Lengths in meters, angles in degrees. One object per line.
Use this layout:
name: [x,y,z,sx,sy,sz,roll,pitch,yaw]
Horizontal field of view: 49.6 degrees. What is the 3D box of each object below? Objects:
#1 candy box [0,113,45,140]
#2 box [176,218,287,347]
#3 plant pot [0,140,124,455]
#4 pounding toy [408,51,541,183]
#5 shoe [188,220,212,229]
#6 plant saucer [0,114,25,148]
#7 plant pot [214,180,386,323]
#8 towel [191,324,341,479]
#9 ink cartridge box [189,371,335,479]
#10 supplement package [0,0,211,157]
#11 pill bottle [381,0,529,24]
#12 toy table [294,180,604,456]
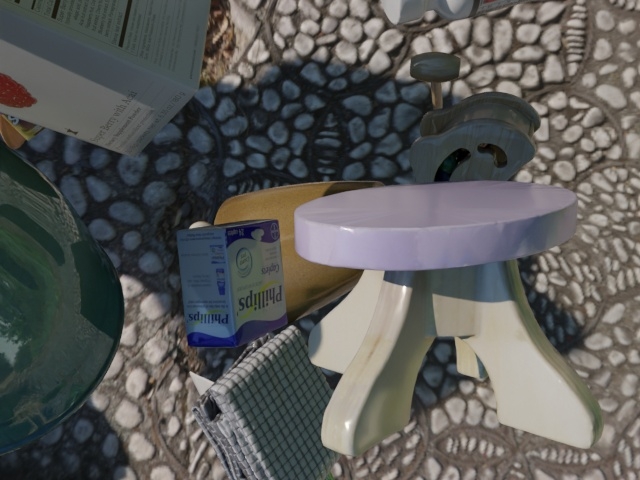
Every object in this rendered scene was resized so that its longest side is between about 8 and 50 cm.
candy box: [-0.646,-0.316,1.473,0.109,0.053,0.187,-37,135,-2]
box: [-0.102,0.048,0.832,0.072,0.126,0.137,-2,95,26]
plant pot: [-0.327,0.019,0.589,0.271,0.255,0.272,2,58,-3]
pounding toy: [0.209,-0.126,0.907,0.154,0.155,0.270,3,132,23]
shoe: [-0.191,0.054,1.341,0.076,0.058,0.219,-32,81,-1]
plant saucer: [-0.717,-0.314,1.613,0.037,0.200,0.200,-9,98,-8]
plant pot: [0.000,0.000,1.124,0.254,0.237,0.237,-19,100,26]
towel: [-0.089,0.334,1.274,0.235,0.121,0.284,-40,106,-45]
ink cartridge box: [-0.123,0.407,1.492,0.119,0.207,0.354,-37,117,-30]
supplement package: [-0.281,-0.234,0.696,0.292,0.177,0.176,18,63,-30]
pill bottle: [0.276,-0.485,1.140,0.362,0.210,0.210,-16,99,-2]
toy table: [0.095,0.046,0.536,0.274,0.252,0.161,-8,104,-37]
